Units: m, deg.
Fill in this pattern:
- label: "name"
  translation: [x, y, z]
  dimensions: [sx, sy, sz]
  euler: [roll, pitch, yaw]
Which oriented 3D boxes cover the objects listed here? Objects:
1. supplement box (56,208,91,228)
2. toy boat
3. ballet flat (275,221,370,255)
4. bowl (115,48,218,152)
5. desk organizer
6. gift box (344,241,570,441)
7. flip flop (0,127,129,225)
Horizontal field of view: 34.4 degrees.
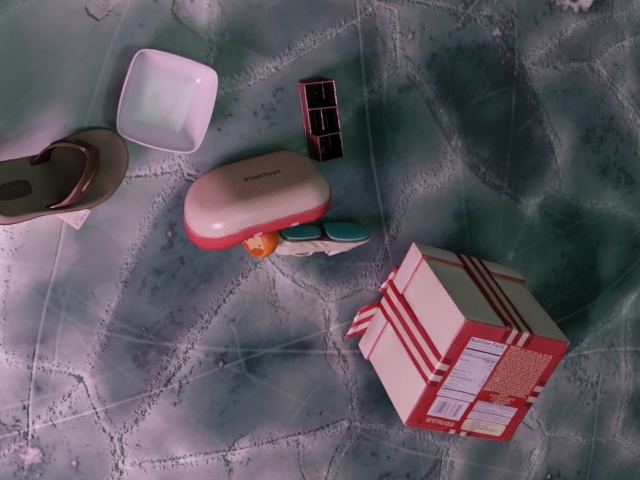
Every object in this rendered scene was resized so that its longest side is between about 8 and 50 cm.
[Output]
- label: "supplement box"
  translation: [-0.391, -0.061, 1.518]
  dimensions: [0.098, 0.062, 0.036]
  euler: [36, 87, -26]
- label: "toy boat"
  translation: [-0.099, -0.038, 1.621]
  dimensions: [0.231, 0.151, 0.151]
  euler: [-16, 130, -19]
- label: "ballet flat"
  translation: [0.000, 0.000, 1.722]
  dimensions: [0.168, 0.057, 0.052]
  euler: [1, 131, -20]
- label: "bowl"
  translation: [-0.235, -0.210, 1.554]
  dimensions: [0.142, 0.053, 0.142]
  euler: [14, 97, -26]
- label: "desk organizer"
  translation: [0.002, -0.194, 1.664]
  dimensions: [0.047, 0.050, 0.130]
  euler: [-15, 109, -20]
- label: "gift box"
  translation: [0.213, 0.176, 1.747]
  dimensions: [0.255, 0.258, 0.276]
  euler: [19, 115, -29]
- label: "flip flop"
  translation: [-0.365, -0.096, 1.446]
  dimensions: [0.277, 0.080, 0.112]
  euler: [-24, 86, -53]
